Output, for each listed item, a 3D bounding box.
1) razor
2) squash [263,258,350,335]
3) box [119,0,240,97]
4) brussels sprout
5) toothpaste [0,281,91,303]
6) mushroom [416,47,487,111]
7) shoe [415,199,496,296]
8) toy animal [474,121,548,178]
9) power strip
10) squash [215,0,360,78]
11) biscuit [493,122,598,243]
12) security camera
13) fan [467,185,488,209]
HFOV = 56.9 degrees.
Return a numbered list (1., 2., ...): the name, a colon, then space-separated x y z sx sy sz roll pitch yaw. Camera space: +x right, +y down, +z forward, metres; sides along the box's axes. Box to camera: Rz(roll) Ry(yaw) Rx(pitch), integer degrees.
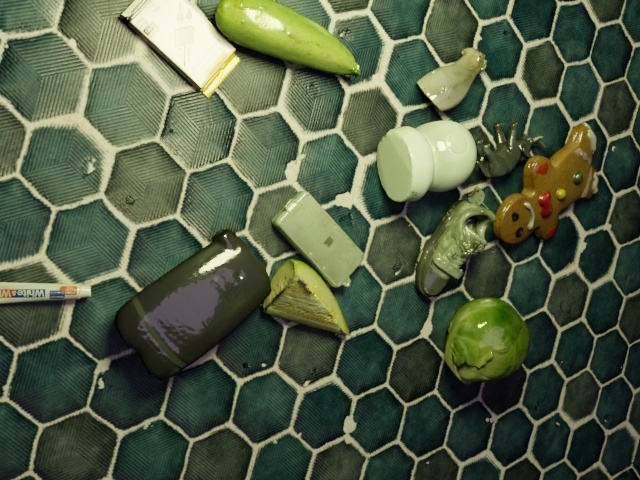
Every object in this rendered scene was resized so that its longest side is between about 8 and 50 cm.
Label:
1. razor: -0.277 0.140 1.326 0.349 0.113 0.204 -40 107 -15
2. squash: 0.005 0.135 1.454 0.252 0.093 0.169 20 132 -24
3. box: -0.298 -0.446 1.293 0.247 0.033 0.129 41 79 -22
4. brussels sprout: 0.452 0.276 1.623 0.244 0.244 0.244 -3 97 -24
5. toothpaste: -0.595 0.109 1.228 0.218 0.033 0.052 1 91 -20
6. mushroom: 0.358 -0.425 1.557 0.225 0.093 0.116 -36 88 -11
7. shoe: 0.366 0.025 1.582 0.109 0.149 0.293 30 82 -25
8. toy animal: 0.533 -0.266 1.661 0.269 0.082 0.137 -30 110 -22
9. power strip: 0.000 0.000 1.470 0.118 0.046 0.270 -48 111 -14
10. squash: -0.062 -0.465 1.352 0.370 0.118 0.118 13 91 -25
11. biscuit: 0.667 -0.129 1.707 0.432 0.064 0.283 -34 124 -20
12. security camera: 0.282 -0.204 1.492 0.236 0.194 0.195 -12 101 -19
13. fan: 0.453 -0.113 1.682 0.083 0.004 0.056 43 79 -23
